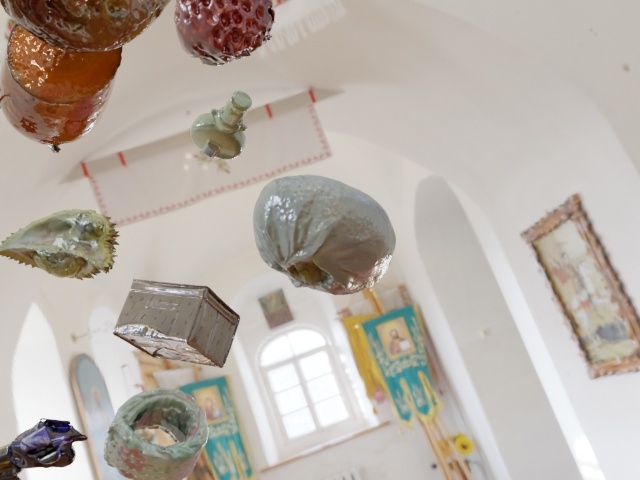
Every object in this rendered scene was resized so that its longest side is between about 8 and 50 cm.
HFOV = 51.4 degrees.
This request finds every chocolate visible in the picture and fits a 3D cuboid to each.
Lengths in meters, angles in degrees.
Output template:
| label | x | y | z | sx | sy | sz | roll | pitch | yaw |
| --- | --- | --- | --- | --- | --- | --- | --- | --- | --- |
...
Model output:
| label | x | y | z | sx | sy | sz | roll | pitch | yaw |
| --- | --- | --- | --- | --- | --- | --- | --- | --- | --- |
| chocolate | -0.630 | 0.442 | 1.353 | 0.343 | 0.148 | 0.126 | -17 | 20 | 3 |

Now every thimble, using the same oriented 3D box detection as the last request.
| label | x | y | z | sx | sy | sz | roll | pitch | yaw |
| --- | --- | --- | --- | --- | --- | --- | --- | --- | --- |
| thimble | -0.356 | 0.421 | 1.421 | 0.211 | 0.185 | 0.149 | 5 | -49 | -27 |

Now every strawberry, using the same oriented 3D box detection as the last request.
| label | x | y | z | sx | sy | sz | roll | pitch | yaw |
| --- | --- | --- | --- | --- | --- | --- | --- | --- | --- |
| strawberry | -0.297 | -0.678 | 1.874 | 0.295 | 0.345 | 0.317 | -25 | 21 | 2 |

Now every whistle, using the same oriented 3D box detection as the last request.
| label | x | y | z | sx | sy | sz | roll | pitch | yaw |
| --- | --- | --- | --- | --- | --- | --- | --- | --- | --- |
| whistle | -0.209 | -0.243 | 1.441 | 0.126 | 0.067 | 0.258 | 26 | -27 | -16 |

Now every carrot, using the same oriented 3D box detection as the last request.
| label | x | y | z | sx | sy | sz | roll | pitch | yaw |
| --- | --- | --- | --- | --- | --- | --- | --- | --- | --- |
| carrot | -0.499 | -0.279 | 1.237 | 0.214 | 0.193 | 0.331 | -43 | 7 | -30 |

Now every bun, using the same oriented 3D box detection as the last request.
| label | x | y | z | sx | sy | sz | roll | pitch | yaw |
| --- | --- | --- | --- | --- | --- | --- | --- | --- | --- |
| bun | 0.000 | 0.000 | 1.584 | 0.211 | 0.362 | 0.362 | -64 | 9 | -26 |

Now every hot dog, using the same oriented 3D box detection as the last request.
| label | x | y | z | sx | sy | sz | roll | pitch | yaw |
| --- | --- | --- | --- | --- | --- | --- | --- | --- | --- |
| hot dog | -0.334 | -0.476 | 1.002 | 0.174 | 0.387 | 0.267 | 8 | -17 | 25 |

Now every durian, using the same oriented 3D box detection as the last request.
| label | x | y | z | sx | sy | sz | roll | pitch | yaw |
| --- | --- | --- | --- | --- | --- | --- | --- | --- | --- |
| durian | -0.566 | 0.008 | 1.511 | 0.306 | 0.172 | 0.166 | 12 | -2 | 24 |

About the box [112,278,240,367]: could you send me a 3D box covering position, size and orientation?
| label | x | y | z | sx | sy | sz | roll | pitch | yaw |
| --- | --- | --- | --- | --- | --- | --- | --- | --- | --- |
| box | -0.448 | 0.261 | 2.081 | 0.297 | 0.190 | 0.225 | 4 | -28 | 27 |
